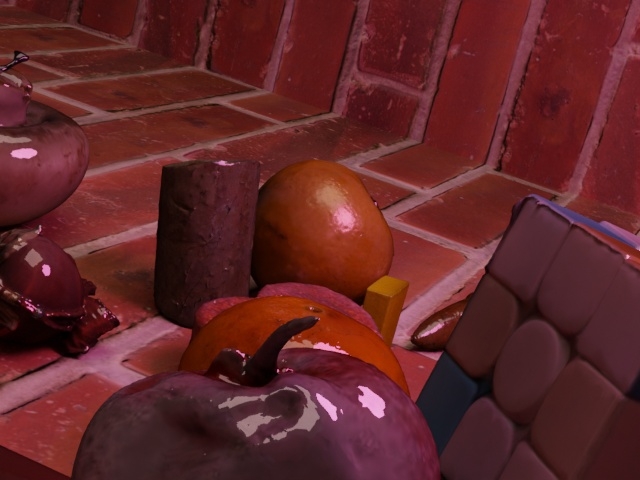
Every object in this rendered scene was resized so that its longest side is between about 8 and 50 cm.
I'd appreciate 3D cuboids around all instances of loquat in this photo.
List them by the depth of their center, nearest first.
[{"bbox_3d":[0.000,0.000,1.930,0.263,0.263,0.263,13,17,-4],"label":"loquat"}]

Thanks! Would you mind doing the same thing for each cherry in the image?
[{"bbox_3d":[-0.058,0.244,0.996,0.326,0.335,0.291,25,-17,-32],"label":"cherry"}]

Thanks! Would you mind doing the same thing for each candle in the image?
[{"bbox_3d":[-0.022,0.157,1.644,0.287,0.131,0.317,29,23,31],"label":"candle"}]

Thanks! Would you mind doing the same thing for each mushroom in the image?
[{"bbox_3d":[-0.567,-0.186,1.978,0.362,0.294,0.362,11,18,-4],"label":"mushroom"}]

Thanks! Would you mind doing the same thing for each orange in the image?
[{"bbox_3d":[-0.033,0.186,1.382,0.284,0.226,0.284,17,13,-4],"label":"orange"}]

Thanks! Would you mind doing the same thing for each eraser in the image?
[{"bbox_3d":[0.093,0.125,1.836,0.045,0.122,0.097,18,17,16],"label":"eraser"}]

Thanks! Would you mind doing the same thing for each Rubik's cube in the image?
[{"bbox_3d":[0.361,0.197,1.357,0.344,0.347,0.346,21,14,-23],"label":"Rubik's cube"}]

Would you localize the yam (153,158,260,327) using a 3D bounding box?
[{"bbox_3d":[-0.177,-0.005,1.820,0.161,0.268,0.161,4,13,-1],"label":"yam"}]

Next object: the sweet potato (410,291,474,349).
[{"bbox_3d":[0.261,0.130,2.035,0.108,0.079,0.346,8,10,23],"label":"sweet potato"}]

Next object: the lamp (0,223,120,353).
[{"bbox_3d":[-0.397,0.072,1.604,0.223,0.151,0.215,56,-5,-38],"label":"lamp"}]

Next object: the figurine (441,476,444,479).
[{"bbox_3d":[0.135,0.299,1.423,0.083,0.083,0.187,28,12,37],"label":"figurine"}]

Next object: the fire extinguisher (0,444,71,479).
[{"bbox_3d":[-0.333,0.244,1.163,0.337,0.106,0.147,21,3,17],"label":"fire extinguisher"}]
